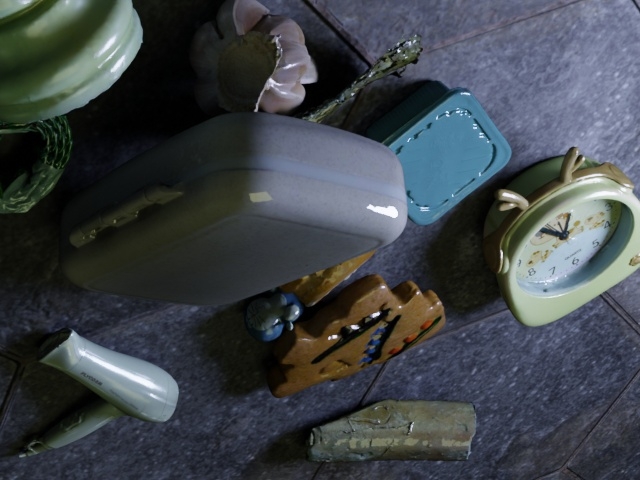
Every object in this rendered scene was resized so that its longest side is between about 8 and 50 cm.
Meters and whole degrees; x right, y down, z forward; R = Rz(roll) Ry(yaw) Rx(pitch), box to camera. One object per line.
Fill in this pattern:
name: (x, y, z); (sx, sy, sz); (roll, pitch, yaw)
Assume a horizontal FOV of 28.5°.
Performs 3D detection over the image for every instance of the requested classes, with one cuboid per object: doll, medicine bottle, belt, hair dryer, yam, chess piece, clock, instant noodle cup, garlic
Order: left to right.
chess piece: (-0.291, -0.259, 1.093); (0.175, 0.176, 0.298); (-28, 128, -1)
belt: (-0.317, -0.090, 1.293); (0.121, 0.079, 0.151); (-3, 135, -29)
hair dryer: (-0.331, 0.217, 1.646); (0.237, 0.075, 0.206); (-37, 134, 22)
medicine bottle: (-0.101, -0.024, 1.347); (0.282, 0.123, 0.375); (12, 157, -38)
garlic: (-0.057, -0.191, 1.331); (0.194, 0.127, 0.131); (-25, 129, -57)
doll: (-0.061, 0.099, 1.657); (0.083, 0.076, 0.050); (-32, 141, 11)
yam: (0.106, 0.295, 1.950); (0.259, 0.106, 0.106); (1, 136, -1)
instant noodle cup: (0.136, -0.115, 1.550); (0.157, 0.070, 0.179); (-37, 140, 8)
clock: (0.331, -0.021, 1.749); (0.235, 0.096, 0.308); (-31, 141, 4)

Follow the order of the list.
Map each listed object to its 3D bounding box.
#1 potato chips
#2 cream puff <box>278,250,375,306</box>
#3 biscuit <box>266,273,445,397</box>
potato chips: (0.015, -0.153, 1.389); (0.220, 0.029, 0.202); (-33, 178, -13)
cream puff: (0.000, 0.000, 1.546); (0.150, 0.115, 0.165); (-40, 178, 35)
biscuit: (0.070, 0.130, 1.757); (0.301, 0.043, 0.278); (-7, 147, -37)
